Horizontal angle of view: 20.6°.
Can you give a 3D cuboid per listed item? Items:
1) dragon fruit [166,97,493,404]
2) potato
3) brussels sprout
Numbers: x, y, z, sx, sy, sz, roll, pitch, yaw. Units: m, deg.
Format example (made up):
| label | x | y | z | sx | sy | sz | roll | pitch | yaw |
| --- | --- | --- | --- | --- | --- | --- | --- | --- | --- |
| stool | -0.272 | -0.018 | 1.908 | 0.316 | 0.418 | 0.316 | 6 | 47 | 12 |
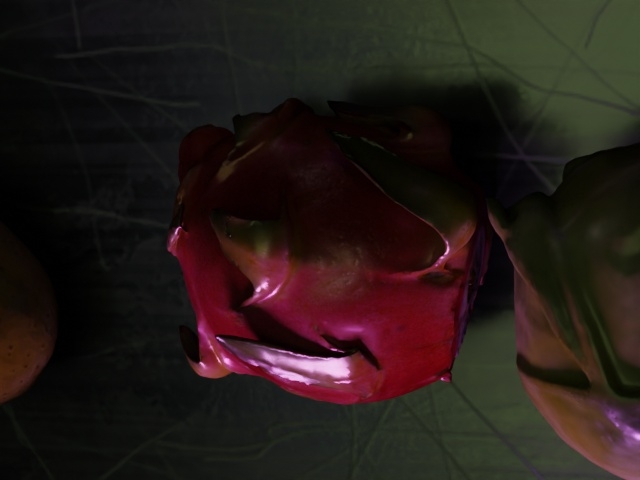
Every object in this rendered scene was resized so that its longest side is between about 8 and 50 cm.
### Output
| label | x | y | z | sx | sy | sz | roll | pitch | yaw |
| --- | --- | --- | --- | --- | --- | --- | --- | --- | --- |
| dragon fruit | 0.004 | 0.002 | 1.190 | 0.227 | 0.224 | 0.224 | 12 | 104 | 2 |
| potato | -0.316 | 0.035 | 1.351 | 0.248 | 0.143 | 0.169 | 30 | 95 | 3 |
| brussels sprout | 0.245 | 0.034 | 1.076 | 0.259 | 0.294 | 0.227 | -5 | 72 | 21 |
